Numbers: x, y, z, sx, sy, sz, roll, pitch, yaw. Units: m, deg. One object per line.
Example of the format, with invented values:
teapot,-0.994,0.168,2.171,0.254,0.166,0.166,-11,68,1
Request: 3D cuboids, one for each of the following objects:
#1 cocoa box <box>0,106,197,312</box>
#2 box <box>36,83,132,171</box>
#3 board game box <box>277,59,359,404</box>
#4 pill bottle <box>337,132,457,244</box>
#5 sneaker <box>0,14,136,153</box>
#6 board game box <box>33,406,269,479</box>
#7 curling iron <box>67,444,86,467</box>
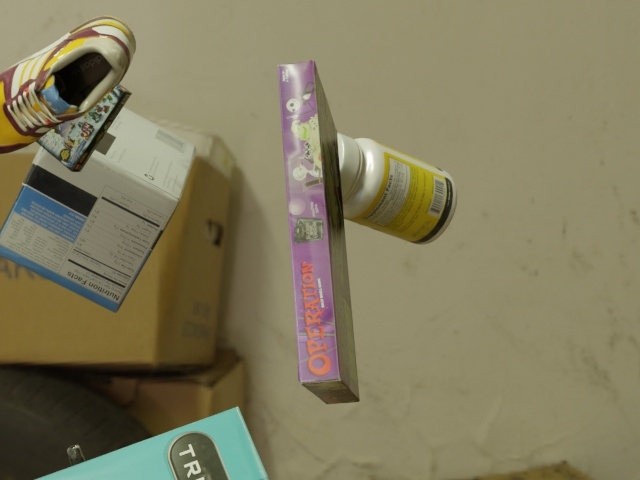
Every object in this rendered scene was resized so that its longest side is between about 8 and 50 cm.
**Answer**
cocoa box,-0.374,-0.077,1.650,0.231,0.228,0.347,28,16,-12
box,-0.336,-0.177,1.337,0.094,0.137,0.027,38,12,11
board game box,0.000,0.000,1.087,0.056,0.347,0.208,-5,-16,2
pill bottle,0.082,-0.075,1.367,0.208,0.119,0.119,19,-8,-34
sneaker,-0.249,-0.131,0.868,0.185,0.069,0.084,-35,26,16
board game box,-0.177,0.308,0.766,0.335,0.254,0.079,-18,-34,-16
curling iron,-0.317,0.419,1.346,0.068,0.274,0.035,-11,7,-26
